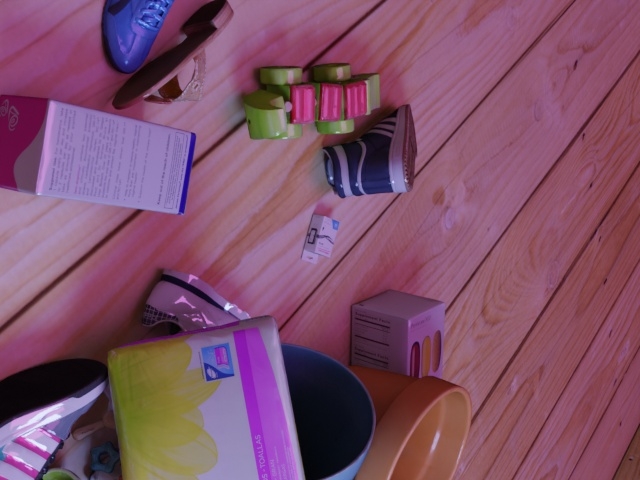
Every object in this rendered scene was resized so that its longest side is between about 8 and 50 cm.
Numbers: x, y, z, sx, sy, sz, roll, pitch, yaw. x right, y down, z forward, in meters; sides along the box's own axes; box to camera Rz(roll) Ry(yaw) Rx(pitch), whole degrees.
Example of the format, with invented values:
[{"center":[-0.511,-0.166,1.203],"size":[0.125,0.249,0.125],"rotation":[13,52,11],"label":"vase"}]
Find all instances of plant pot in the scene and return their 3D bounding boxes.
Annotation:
[{"center":[0.103,0.349,1.438],"size":[0.291,0.203,0.291],"rotation":[-33,134,-43],"label":"plant pot"},{"center":[-0.072,0.326,1.278],"size":[0.290,0.290,0.195],"rotation":[-30,139,-43],"label":"plant pot"}]

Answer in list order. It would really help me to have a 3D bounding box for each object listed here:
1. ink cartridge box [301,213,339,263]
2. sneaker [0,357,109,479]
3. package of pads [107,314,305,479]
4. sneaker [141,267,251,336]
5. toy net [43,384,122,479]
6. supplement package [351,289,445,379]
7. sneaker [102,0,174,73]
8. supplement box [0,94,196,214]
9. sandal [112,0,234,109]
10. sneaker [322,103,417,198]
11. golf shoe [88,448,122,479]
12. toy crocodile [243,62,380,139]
[{"center":[0.000,0.000,1.454],"size":[0.048,0.028,0.083],"rotation":[19,85,-51],"label":"ink cartridge box"},{"center":[-0.366,0.279,0.999],"size":[0.295,0.123,0.178],"rotation":[-32,126,-46],"label":"sneaker"},{"center":[-0.143,0.262,1.059],"size":[0.101,0.229,0.297],"rotation":[98,-19,-83],"label":"package of pads"},{"center":[-0.166,0.133,1.235],"size":[0.235,0.090,0.095],"rotation":[38,66,-34],"label":"sneaker"},{"center":[-0.282,0.276,1.106],"size":[0.045,0.122,0.232],"rotation":[91,25,-70],"label":"toy net"},{"center":[0.150,0.237,1.620],"size":[0.139,0.133,0.244],"rotation":[-18,113,-49],"label":"supplement package"},{"center":[-0.218,-0.316,1.058],"size":[0.069,0.082,0.209],"rotation":[17,87,-54],"label":"sneaker"},{"center":[-0.276,-0.101,1.017],"size":[0.220,0.111,0.114],"rotation":[5,96,-52],"label":"supplement box"},{"center":[-0.178,-0.229,1.124],"size":[0.240,0.088,0.079],"rotation":[-57,132,-31],"label":"sandal"},{"center":[0.092,-0.163,1.487],"size":[0.282,0.153,0.099],"rotation":[-74,152,-59],"label":"sneaker"},{"center":[-0.244,0.329,1.194],"size":[0.176,0.086,0.069],"rotation":[-4,101,-52],"label":"golf shoe"},{"center":[-0.002,-0.224,1.331],"size":[0.340,0.105,0.115],"rotation":[-17,113,-49],"label":"toy crocodile"}]
